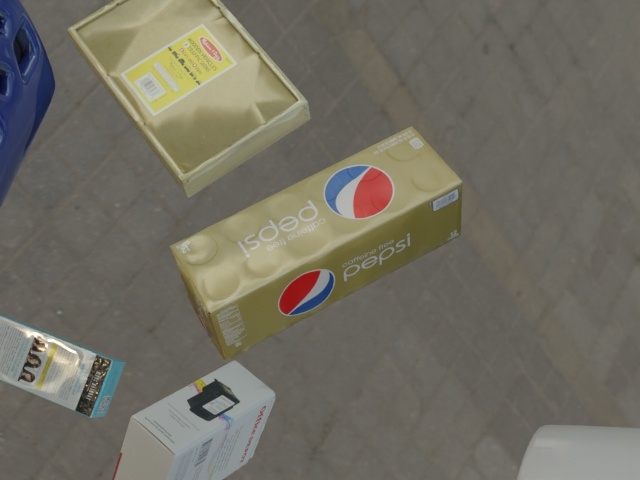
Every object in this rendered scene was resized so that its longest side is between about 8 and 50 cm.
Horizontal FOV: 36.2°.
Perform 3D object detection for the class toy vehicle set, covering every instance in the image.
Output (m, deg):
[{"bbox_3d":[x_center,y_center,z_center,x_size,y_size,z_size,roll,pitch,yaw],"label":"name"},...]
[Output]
[{"bbox_3d":[-0.154,-0.191,1.116,0.166,0.035,0.267,-33,64,-11],"label":"toy vehicle set"}]

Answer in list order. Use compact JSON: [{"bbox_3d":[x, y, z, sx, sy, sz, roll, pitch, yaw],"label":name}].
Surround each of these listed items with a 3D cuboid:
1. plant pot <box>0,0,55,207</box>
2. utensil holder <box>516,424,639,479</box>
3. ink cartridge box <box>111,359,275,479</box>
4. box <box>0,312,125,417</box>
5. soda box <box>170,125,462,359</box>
[{"bbox_3d":[-0.335,-0.122,0.652,0.236,0.212,0.236,12,53,4],"label":"plant pot"},{"bbox_3d":[0.328,0.281,0.625,0.327,0.385,0.328,2,90,-68],"label":"utensil holder"},{"bbox_3d":[-0.147,0.234,1.138,0.175,0.072,0.127,-24,143,-51],"label":"ink cartridge box"},{"bbox_3d":[-0.457,0.204,1.626,0.060,0.244,0.101,38,72,-76],"label":"box"},{"bbox_3d":[0.000,0.000,0.629,0.181,0.061,0.058,-27,145,-14],"label":"soda box"}]
